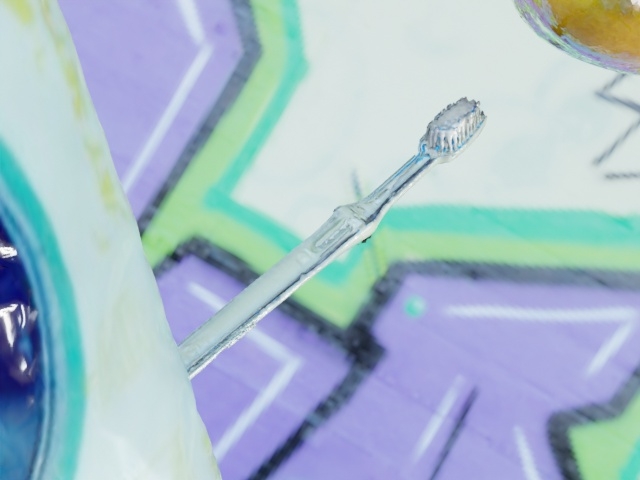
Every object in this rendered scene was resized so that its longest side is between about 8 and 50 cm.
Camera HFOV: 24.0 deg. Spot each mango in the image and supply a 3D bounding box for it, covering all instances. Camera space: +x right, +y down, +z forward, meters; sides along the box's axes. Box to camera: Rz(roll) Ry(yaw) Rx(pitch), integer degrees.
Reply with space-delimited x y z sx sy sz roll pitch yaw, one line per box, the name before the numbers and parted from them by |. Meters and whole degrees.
mango | 0.165 -0.140 0.810 0.145 0.112 0.219 19 20 8

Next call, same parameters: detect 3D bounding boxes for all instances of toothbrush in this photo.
toothbrush | 0.000 0.004 0.867 0.026 0.294 0.028 35 -28 25

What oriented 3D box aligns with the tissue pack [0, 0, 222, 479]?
tissue pack | -0.191 0.015 0.449 0.162 0.388 0.287 -3 23 34
